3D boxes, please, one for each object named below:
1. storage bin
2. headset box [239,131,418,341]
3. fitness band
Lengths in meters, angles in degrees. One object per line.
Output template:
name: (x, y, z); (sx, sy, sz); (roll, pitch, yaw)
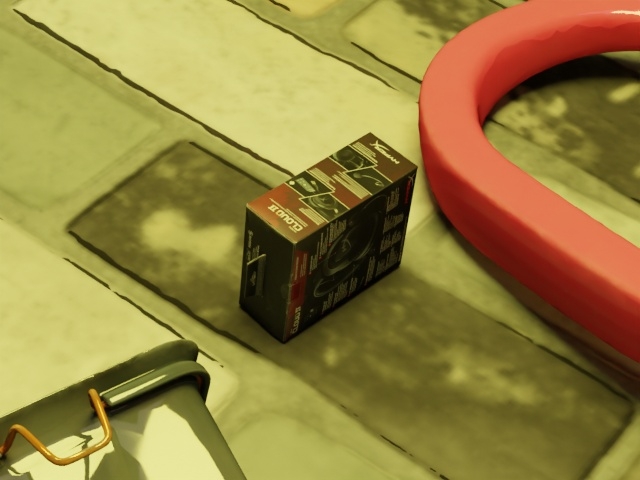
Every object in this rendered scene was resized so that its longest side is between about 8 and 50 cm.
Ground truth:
storage bin: (-0.079, 0.107, 0.570); (0.135, 0.098, 0.091); (-24, 63, -28)
headset box: (0.000, 0.000, 0.702); (0.083, 0.062, 0.032); (-32, 56, -32)
fitness band: (0.176, -0.038, 0.735); (0.209, 0.054, 0.291); (-32, 46, -23)
